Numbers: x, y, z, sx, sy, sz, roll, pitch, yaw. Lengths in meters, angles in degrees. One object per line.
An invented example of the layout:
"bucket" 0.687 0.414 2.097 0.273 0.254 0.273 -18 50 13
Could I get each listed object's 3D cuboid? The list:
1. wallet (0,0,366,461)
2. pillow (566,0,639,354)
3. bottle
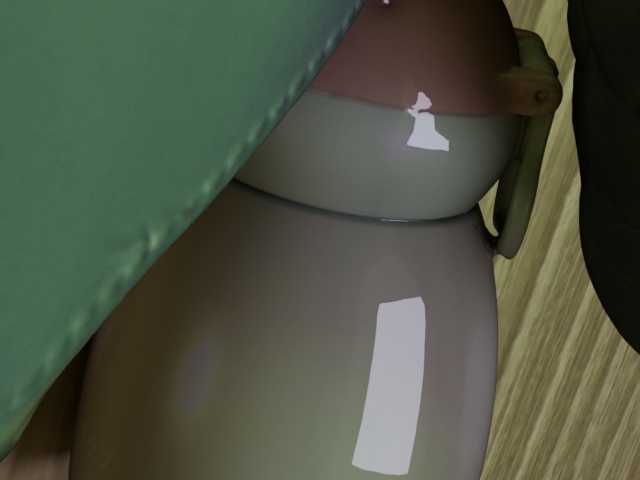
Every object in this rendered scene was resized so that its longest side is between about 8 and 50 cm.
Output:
"wallet" -0.083 -0.138 0.290 0.252 0.083 0.360 -48 139 -28
"pillow" 0.121 -0.141 0.514 0.228 0.101 0.326 76 10 -46
"bottle" 0.000 0.000 0.529 0.147 0.148 0.236 -16 123 -55
